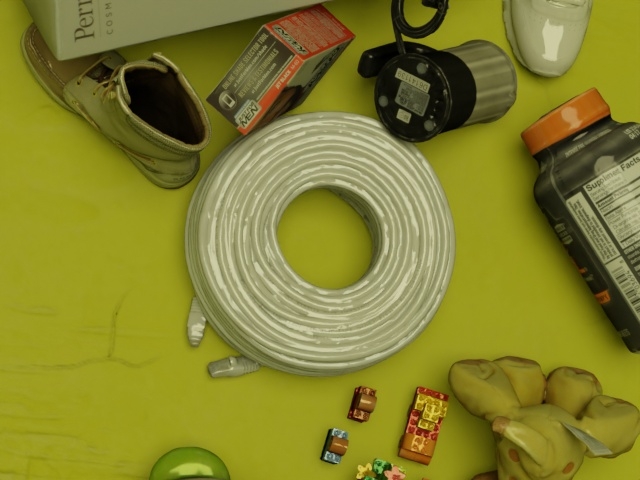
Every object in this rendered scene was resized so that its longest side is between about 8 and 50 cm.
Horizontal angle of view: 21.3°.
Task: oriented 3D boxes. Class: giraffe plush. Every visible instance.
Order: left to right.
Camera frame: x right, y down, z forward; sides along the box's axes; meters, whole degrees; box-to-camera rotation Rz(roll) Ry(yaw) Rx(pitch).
[{"bbox_3d":[0.197,0.224,1.581,0.181,0.210,0.170,10,108,-11],"label":"giraffe plush"}]

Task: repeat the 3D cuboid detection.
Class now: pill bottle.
[{"bbox_3d":[0.293,-0.024,1.641,0.130,0.130,0.245,-31,87,-13],"label":"pill bottle"}]

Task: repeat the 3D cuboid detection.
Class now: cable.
[{"bbox_3d":[0.000,0.000,1.608,0.257,0.089,0.257,-1,81,-10],"label":"cable"}]

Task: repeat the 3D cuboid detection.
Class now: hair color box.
[{"bbox_3d":[-0.034,-0.160,1.572,0.053,0.167,0.093,42,113,5],"label":"hair color box"}]

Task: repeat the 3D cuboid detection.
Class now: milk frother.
[{"bbox_3d":[0.121,-0.179,1.611,0.129,0.143,0.135,46,32,16],"label":"milk frother"}]

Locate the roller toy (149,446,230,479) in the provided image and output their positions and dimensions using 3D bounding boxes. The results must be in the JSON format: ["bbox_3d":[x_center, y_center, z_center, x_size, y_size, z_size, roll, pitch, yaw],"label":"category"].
[{"bbox_3d":[-0.106,0.308,1.511,0.209,0.146,0.191,44,77,-1],"label":"roller toy"}]

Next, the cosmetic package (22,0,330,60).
[{"bbox_3d":[-0.053,-0.339,1.535,0.453,0.230,0.161,-16,44,-18],"label":"cosmetic package"}]

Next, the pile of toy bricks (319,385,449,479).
[{"bbox_3d":[0.059,0.231,1.572,0.118,0.105,0.212,17,78,-6],"label":"pile of toy bricks"}]

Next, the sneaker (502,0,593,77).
[{"bbox_3d":[0.242,-0.280,1.692,0.090,0.095,0.235,10,81,-9],"label":"sneaker"}]

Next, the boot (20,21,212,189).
[{"bbox_3d":[-0.187,-0.144,1.560,0.213,0.165,0.077,44,77,-1],"label":"boot"}]
